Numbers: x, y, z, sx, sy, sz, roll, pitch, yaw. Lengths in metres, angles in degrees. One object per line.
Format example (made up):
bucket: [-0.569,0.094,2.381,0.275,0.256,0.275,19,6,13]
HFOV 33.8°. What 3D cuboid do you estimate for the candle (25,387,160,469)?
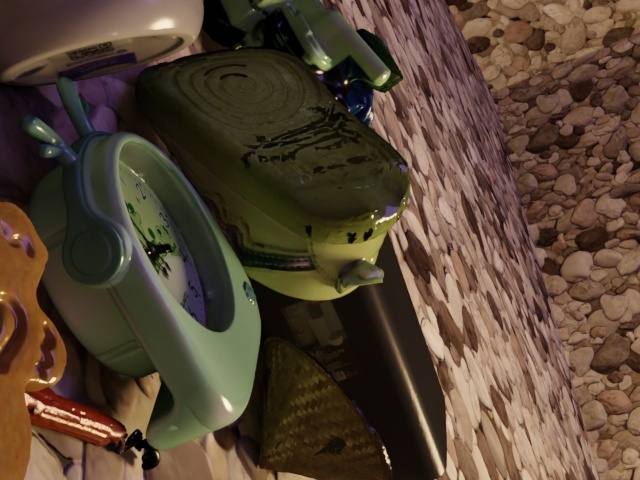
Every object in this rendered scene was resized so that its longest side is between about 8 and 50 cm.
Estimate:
candle: [-0.132,0.092,0.553,0.167,0.021,0.026,42,32,-56]

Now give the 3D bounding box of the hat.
hat: [-0.019,0.149,0.783,0.146,0.067,0.146,42,-25,26]

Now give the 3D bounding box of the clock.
clock: [-0.111,0.005,0.627,0.211,0.066,0.159,60,13,-19]

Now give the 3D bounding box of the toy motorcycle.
toy motorcycle: [-0.046,-0.249,1.043,0.331,0.125,0.196,61,22,17]

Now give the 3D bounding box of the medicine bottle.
medicine bottle: [-0.154,-0.208,0.609,0.135,0.135,0.215,-22,99,-73]

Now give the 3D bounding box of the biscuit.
biscuit: [-0.167,0.043,0.452,0.133,0.027,0.184,45,34,-32]

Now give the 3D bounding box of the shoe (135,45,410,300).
shoe: [-0.048,-0.054,0.760,0.140,0.128,0.262,-8,33,-40]

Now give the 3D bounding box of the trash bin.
trash bin: [0.025,0.084,0.905,0.165,0.115,0.225,-78,147,-68]

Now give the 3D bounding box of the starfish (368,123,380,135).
starfish: [0.016,-0.150,1.253,0.209,0.053,0.150,51,20,-41]
